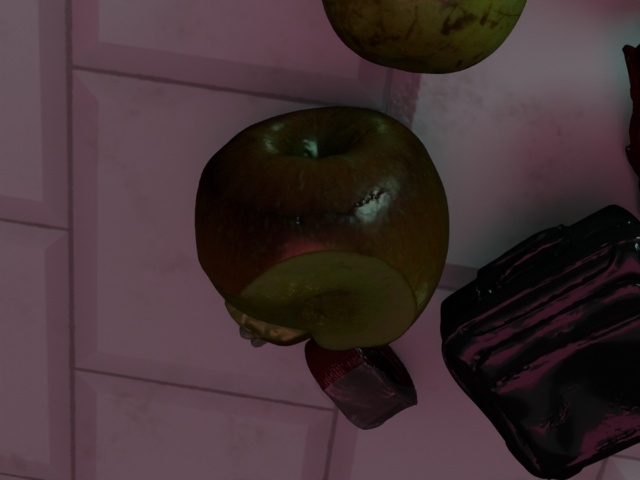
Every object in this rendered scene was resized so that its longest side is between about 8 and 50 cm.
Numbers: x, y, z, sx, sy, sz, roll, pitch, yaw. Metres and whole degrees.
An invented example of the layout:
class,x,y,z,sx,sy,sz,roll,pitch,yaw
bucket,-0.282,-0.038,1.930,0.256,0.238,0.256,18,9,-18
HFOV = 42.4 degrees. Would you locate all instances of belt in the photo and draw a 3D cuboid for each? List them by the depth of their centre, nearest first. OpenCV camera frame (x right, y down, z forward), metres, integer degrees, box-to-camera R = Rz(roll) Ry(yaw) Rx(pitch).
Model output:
class,x,y,z,sx,sy,sz,roll,pitch,yaw
belt,0.062,0.230,1.409,0.124,0.128,0.201,-37,102,21

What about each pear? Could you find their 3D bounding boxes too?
class,x,y,z,sx,sy,sz,roll,pitch,yaw
pear,0.136,-0.353,1.067,0.283,0.283,0.284,2,115,5

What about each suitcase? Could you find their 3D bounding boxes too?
class,x,y,z,sx,sy,sz,roll,pitch,yaw
suitcase,0.376,0.147,1.209,0.345,0.188,0.339,-32,103,20

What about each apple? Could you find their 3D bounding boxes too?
class,x,y,z,sx,sy,sz,roll,pitch,yaw
apple,0.000,0.000,1.176,0.374,0.384,0.374,25,133,30

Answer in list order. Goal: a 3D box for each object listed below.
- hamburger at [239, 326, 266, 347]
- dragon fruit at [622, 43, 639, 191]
class,x,y,z,sx,sy,sz,roll,pitch,yaw
hamburger,-0.090,0.136,1.407,0.121,0.084,0.054,-41,103,19
dragon fruit,0.567,-0.175,1.170,0.286,0.228,0.329,-35,94,3
